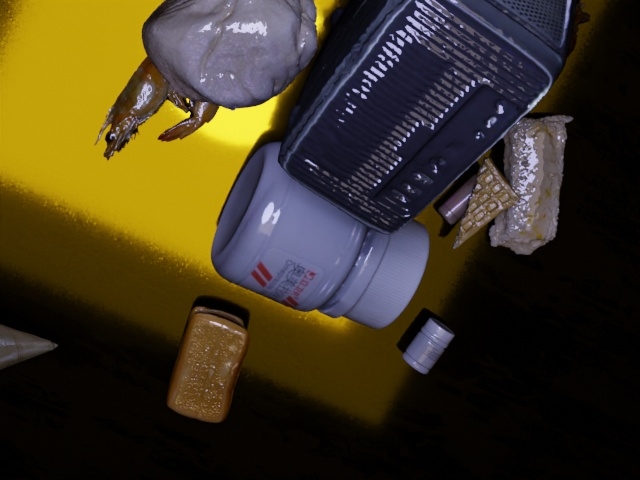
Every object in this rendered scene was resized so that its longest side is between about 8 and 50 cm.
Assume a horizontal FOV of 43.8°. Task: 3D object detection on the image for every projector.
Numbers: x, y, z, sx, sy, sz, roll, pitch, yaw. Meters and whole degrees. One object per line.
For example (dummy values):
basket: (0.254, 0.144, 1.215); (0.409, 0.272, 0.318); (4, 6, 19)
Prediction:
projector: (0.146, -0.277, 1.117); (0.242, 0.405, 0.395); (32, 138, -12)

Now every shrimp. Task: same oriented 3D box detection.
shrimp: (-0.271, -0.225, 1.335); (0.248, 0.068, 0.150); (-41, 106, -2)

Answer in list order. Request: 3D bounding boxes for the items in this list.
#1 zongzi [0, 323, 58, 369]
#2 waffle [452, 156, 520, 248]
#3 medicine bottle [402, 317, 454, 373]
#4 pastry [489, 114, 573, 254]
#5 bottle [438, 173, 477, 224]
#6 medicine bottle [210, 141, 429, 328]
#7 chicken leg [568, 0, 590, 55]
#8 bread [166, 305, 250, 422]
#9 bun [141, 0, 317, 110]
zongzi: (-0.650, 0.114, 1.354); (0.317, 0.154, 0.289); (-21, 101, -20)
waffle: (0.264, -0.064, 1.393); (0.152, 0.023, 0.097); (-41, 85, 23)
medicine bottle: (0.199, 0.195, 1.472); (0.058, 0.058, 0.091); (33, 98, -11)
pastry: (0.367, -0.098, 1.411); (0.121, 0.089, 0.258); (8, 99, 6)
bottle: (0.257, -0.073, 1.424); (0.096, 0.045, 0.045); (-41, 103, 6)
medicine bottle: (0.000, 0.000, 1.316); (0.306, 0.245, 0.245); (24, 99, -17)
chicken leg: (0.392, -0.367, 1.307); (0.125, 0.196, 0.080); (-46, 71, 5)
bread: (-0.202, 0.223, 1.433); (0.116, 0.077, 0.200); (16, 102, -10)
bun: (-0.127, -0.307, 1.212); (0.281, 0.281, 0.205); (-35, 112, 3)
